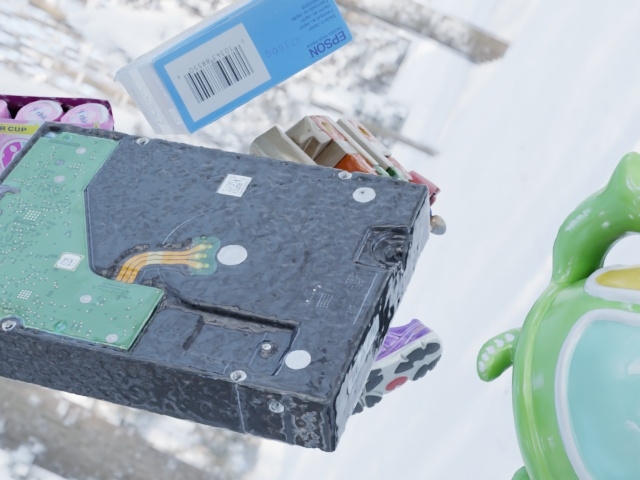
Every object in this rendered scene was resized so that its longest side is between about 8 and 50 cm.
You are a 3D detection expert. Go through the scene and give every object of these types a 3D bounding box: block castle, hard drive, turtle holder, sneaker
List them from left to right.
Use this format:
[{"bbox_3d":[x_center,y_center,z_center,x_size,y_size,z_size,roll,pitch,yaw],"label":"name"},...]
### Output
[{"bbox_3d":[-0.110,0.023,0.981,0.237,0.339,0.064,-63,-23,-44],"label":"hard drive"},{"bbox_3d":[0.000,0.000,1.916,0.303,0.213,0.453,-50,-15,16],"label":"block castle"},{"bbox_3d":[0.056,0.142,1.481,0.071,0.170,0.068,49,156,45],"label":"sneaker"},{"bbox_3d":[0.297,0.113,1.107,0.227,0.243,0.320,-24,41,47],"label":"turtle holder"}]

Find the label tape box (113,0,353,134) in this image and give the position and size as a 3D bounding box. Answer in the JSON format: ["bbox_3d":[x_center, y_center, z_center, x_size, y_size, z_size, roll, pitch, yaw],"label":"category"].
[{"bbox_3d":[-0.132,-0.248,1.766,0.249,0.115,0.347,-32,11,-13],"label":"label tape box"}]

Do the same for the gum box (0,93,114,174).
[{"bbox_3d":[-0.329,-0.110,1.543,0.062,0.188,0.107,-70,-20,-53],"label":"gum box"}]
